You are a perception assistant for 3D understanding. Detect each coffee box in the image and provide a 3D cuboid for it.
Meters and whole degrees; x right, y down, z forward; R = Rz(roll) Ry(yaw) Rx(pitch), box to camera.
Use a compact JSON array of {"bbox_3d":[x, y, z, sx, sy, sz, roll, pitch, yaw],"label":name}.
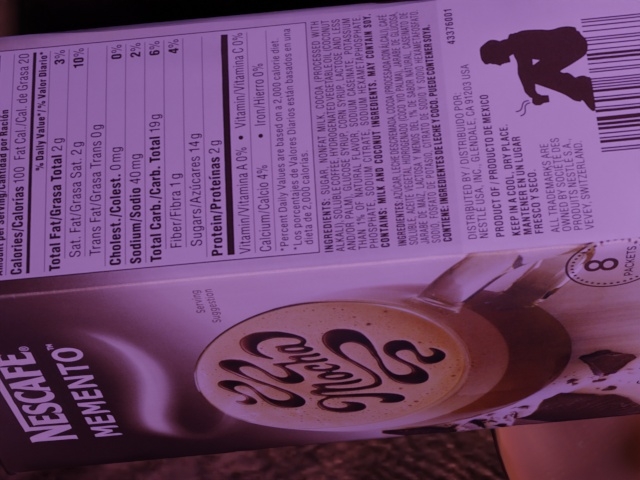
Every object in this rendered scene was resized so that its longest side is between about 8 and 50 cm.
[{"bbox_3d":[0.000,0.000,0.680,0.297,0.119,0.168,-6,152,3],"label":"coffee box"}]

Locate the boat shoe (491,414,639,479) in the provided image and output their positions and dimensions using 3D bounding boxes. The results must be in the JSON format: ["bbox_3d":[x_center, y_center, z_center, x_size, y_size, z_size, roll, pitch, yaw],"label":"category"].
[{"bbox_3d":[0.129,0.116,0.808,0.073,0.073,0.207,-24,110,1],"label":"boat shoe"}]
